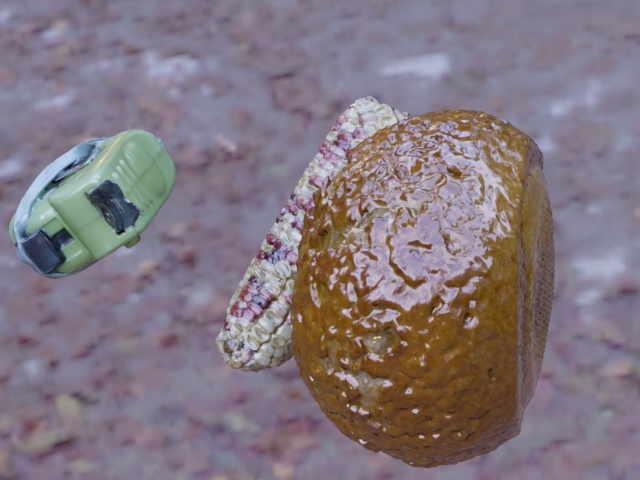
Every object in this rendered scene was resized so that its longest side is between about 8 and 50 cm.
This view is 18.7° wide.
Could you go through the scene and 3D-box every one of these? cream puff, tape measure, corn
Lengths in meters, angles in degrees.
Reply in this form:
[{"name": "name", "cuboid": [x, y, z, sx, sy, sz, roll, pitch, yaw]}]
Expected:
[{"name": "cream puff", "cuboid": [0.079, 0.035, 1.561, 0.212, 0.303, 0.303, 5, 38, 9]}, {"name": "tape measure", "cuboid": [-0.229, -0.039, 1.922, 0.175, 0.106, 0.200, -32, 15, 23]}, {"name": "corn", "cuboid": [0.000, 0.000, 1.814, 0.098, 0.098, 0.290, 26, 83, 40]}]
